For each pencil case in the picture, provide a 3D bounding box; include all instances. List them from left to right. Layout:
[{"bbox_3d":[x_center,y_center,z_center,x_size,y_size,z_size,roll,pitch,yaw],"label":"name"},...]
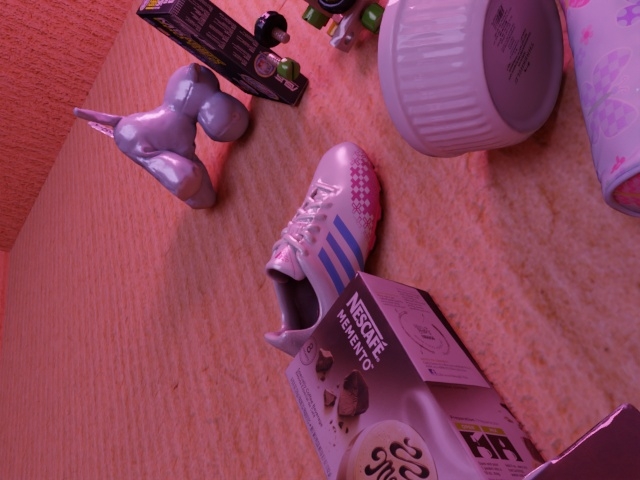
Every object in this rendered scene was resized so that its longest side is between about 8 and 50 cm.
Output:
[{"bbox_3d":[0.287,-0.158,0.562,0.124,0.113,0.273,127,147,-62],"label":"pencil case"}]

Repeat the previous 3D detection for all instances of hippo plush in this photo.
[{"bbox_3d":[-0.278,-0.231,1.305,0.236,0.294,0.234,-51,3,-4],"label":"hippo plush"}]

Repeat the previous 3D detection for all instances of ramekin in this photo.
[{"bbox_3d":[0.167,-0.190,0.676,0.109,0.207,0.207,8,81,46],"label":"ramekin"}]

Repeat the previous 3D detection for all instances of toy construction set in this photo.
[{"bbox_3d":[0.055,-0.391,0.960,0.237,0.257,0.309,39,83,28],"label":"toy construction set"}]

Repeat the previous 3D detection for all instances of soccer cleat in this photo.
[{"bbox_3d":[0.000,0.000,0.859,0.116,0.143,0.331,-23,56,48],"label":"soccer cleat"}]

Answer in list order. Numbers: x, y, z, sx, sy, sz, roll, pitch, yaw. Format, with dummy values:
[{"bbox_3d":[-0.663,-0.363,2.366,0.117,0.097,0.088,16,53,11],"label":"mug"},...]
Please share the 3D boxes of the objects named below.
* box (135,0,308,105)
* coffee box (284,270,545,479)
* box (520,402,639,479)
[{"bbox_3d":[-0.179,-0.351,1.164,0.060,0.270,0.216,-59,35,0],"label":"box"},{"bbox_3d":[0.091,0.194,0.660,0.168,0.119,0.297,-56,37,23],"label":"coffee box"},{"bbox_3d":[0.242,0.292,0.330,0.191,0.143,0.381,-37,39,-3],"label":"box"}]
